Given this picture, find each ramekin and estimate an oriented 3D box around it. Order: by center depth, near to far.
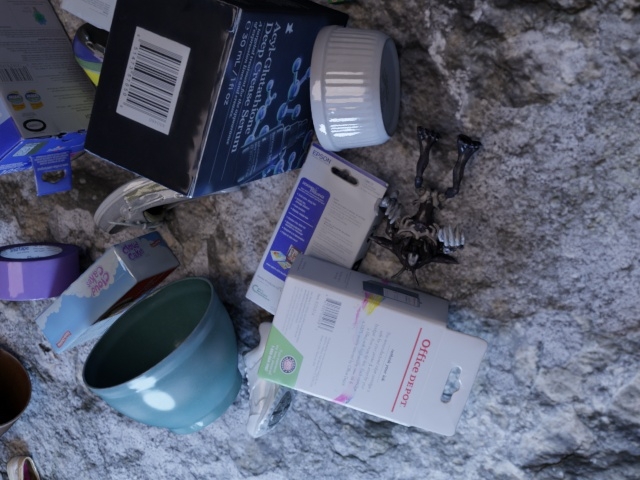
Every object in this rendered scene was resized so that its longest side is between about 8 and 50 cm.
[{"bbox_3d":[0.063,-0.249,1.597,0.109,0.207,0.207,2,101,16],"label":"ramekin"}]

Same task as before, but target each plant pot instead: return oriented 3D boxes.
[{"bbox_3d":[-0.270,0.238,1.829,0.293,0.293,0.196,-20,118,27],"label":"plant pot"},{"bbox_3d":[-0.771,0.378,2.133,0.215,0.215,0.230,45,129,11],"label":"plant pot"}]

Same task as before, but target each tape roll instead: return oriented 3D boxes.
[{"bbox_3d":[-0.584,0.060,1.972,0.189,0.189,0.080,5,102,25],"label":"tape roll"}]

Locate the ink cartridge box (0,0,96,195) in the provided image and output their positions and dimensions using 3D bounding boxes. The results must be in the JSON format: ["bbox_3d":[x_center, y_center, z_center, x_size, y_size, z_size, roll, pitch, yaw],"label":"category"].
[{"bbox_3d":[-0.575,-0.282,1.853,0.151,0.270,0.396,-33,85,29],"label":"ink cartridge box"}]

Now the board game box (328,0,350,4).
[{"bbox_3d":[0.104,-0.489,1.616,0.211,0.039,0.160,-4,98,25],"label":"board game box"}]

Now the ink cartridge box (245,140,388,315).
[{"bbox_3d":[0.000,0.000,1.750,0.165,0.065,0.333,32,114,16],"label":"ink cartridge box"}]

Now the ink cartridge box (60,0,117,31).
[{"bbox_3d":[-0.374,-0.485,1.795,0.127,0.128,0.176,27,110,19],"label":"ink cartridge box"}]

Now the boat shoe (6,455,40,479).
[{"bbox_3d":[-0.647,0.561,2.173,0.059,0.063,0.170,-21,90,33],"label":"boat shoe"}]

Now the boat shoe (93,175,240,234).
[{"bbox_3d":[-0.295,-0.079,1.849,0.320,0.118,0.103,-25,84,21],"label":"boat shoe"}]

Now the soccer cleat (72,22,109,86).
[{"bbox_3d":[-0.362,-0.298,1.867,0.289,0.093,0.121,45,146,6],"label":"soccer cleat"}]

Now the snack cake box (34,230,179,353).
[{"bbox_3d":[-0.421,0.102,1.922,0.264,0.152,0.089,-40,82,26],"label":"snack cake box"}]

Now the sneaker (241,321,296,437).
[{"bbox_3d":[-0.104,0.258,1.849,0.115,0.090,0.232,24,101,27],"label":"sneaker"}]

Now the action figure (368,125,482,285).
[{"bbox_3d":[0.170,-0.045,1.619,0.164,0.141,0.276,17,106,10],"label":"action figure"}]

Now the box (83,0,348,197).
[{"bbox_3d":[-0.158,-0.263,1.586,0.212,0.395,0.294,24,110,18],"label":"box"}]

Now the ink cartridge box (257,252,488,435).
[{"bbox_3d":[0.092,0.180,1.680,0.353,0.119,0.207,18,110,2],"label":"ink cartridge box"}]
